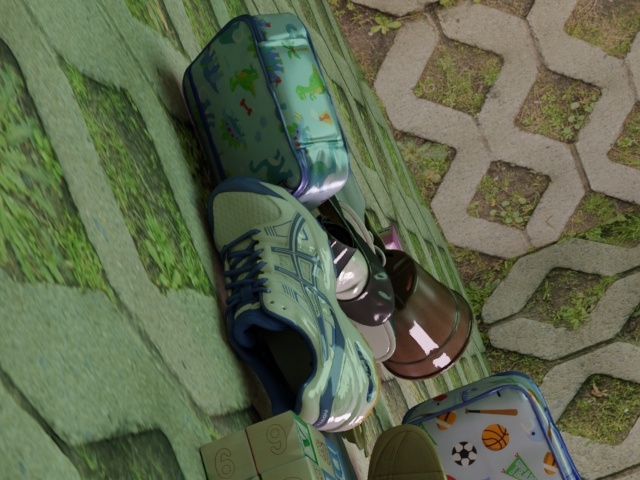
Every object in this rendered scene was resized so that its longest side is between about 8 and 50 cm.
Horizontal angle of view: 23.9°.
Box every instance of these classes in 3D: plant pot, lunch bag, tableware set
[{"bbox_3d":[0.127,0.105,2.313,0.165,0.167,0.167,47,21,-48],"label":"plant pot"},{"bbox_3d":[0.262,0.355,2.200,0.115,0.243,0.303,-45,112,-80],"label":"lunch bag"},{"bbox_3d":[-0.065,-0.127,1.675,0.090,0.176,0.219,-11,77,-37],"label":"lunch bag"},{"bbox_3d":[0.026,0.167,1.757,0.169,0.020,0.141,65,15,-48],"label":"tableware set"}]

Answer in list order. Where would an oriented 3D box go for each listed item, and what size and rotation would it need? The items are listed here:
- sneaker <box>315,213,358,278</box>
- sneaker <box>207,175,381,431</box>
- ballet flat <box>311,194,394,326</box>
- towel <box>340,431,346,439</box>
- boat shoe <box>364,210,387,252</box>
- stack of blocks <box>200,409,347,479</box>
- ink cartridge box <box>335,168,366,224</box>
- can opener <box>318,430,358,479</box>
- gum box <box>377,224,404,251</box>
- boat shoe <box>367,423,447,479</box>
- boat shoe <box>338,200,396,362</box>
[{"bbox_3d":[-0.001,0.031,1.745,0.083,0.118,0.222,45,9,3],"label":"sneaker"},{"bbox_3d":[-0.046,0.054,1.520,0.131,0.112,0.296,5,50,-56],"label":"sneaker"},{"bbox_3d":[0.000,0.000,2.026,0.280,0.095,0.096,58,18,2],"label":"ballet flat"},{"bbox_3d":[0.005,0.166,1.817,0.148,0.027,0.110,61,12,-46],"label":"towel"},{"bbox_3d":[0.085,0.011,2.599,0.153,0.056,0.048,64,11,26],"label":"boat shoe"},{"bbox_3d":[-0.009,0.294,1.213,0.171,0.087,0.297,51,19,-61],"label":"stack of blocks"},{"bbox_3d":[-0.014,-0.122,2.294,0.307,0.072,0.304,-94,159,-70],"label":"ink cartridge box"},{"bbox_3d":[0.015,0.190,1.581,0.076,0.095,0.283,58,7,-47],"label":"can opener"},{"bbox_3d":[0.140,0.080,2.732,0.107,0.062,0.188,-81,148,-73],"label":"gum box"},{"bbox_3d":[0.124,0.367,1.831,0.092,0.102,0.285,61,14,-67],"label":"boat shoe"},{"bbox_3d":[0.050,0.051,2.150,0.079,0.095,0.254,-87,156,-66],"label":"boat shoe"}]
